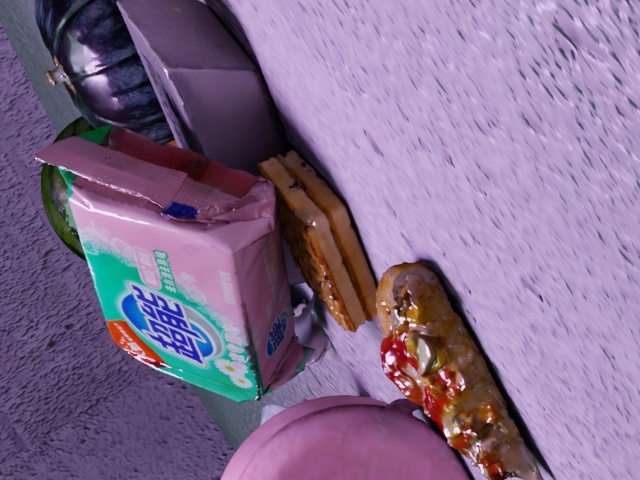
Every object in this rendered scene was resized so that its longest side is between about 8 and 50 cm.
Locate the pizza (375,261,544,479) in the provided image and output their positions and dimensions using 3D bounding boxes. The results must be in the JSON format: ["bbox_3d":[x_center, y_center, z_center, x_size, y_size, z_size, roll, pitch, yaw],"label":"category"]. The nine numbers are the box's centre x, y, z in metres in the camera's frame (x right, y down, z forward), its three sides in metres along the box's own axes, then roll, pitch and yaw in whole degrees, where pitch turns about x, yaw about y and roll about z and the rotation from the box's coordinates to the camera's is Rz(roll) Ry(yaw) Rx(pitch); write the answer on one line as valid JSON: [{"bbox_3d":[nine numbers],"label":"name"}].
[{"bbox_3d":[0.095,0.113,1.469,0.199,0.062,0.188,55,172,18],"label":"pizza"}]

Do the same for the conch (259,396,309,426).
[{"bbox_3d":[0.029,0.336,2.046,0.303,0.215,0.319,-15,-66,-69],"label":"conch"}]

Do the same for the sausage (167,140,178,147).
[{"bbox_3d":[-0.140,-0.022,2.064,0.241,0.136,0.120,61,175,-23],"label":"sausage"}]

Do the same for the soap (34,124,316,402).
[{"bbox_3d":[-0.118,0.019,1.694,0.218,0.098,0.273,22,151,16],"label":"soap"}]

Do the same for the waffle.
[{"bbox_3d":[0.001,0.000,1.664,0.102,0.042,0.148,51,168,44],"label":"waffle"}]

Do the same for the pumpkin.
[{"bbox_3d":[-0.186,-0.177,1.800,0.202,0.140,0.202,57,168,19],"label":"pumpkin"}]

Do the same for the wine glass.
[{"bbox_3d":[-0.032,0.081,2.038,0.072,0.072,0.155,55,171,23],"label":"wine glass"}]

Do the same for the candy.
[{"bbox_3d":[0.026,0.256,1.772,0.255,0.255,0.094,61,170,-11],"label":"candy"}]

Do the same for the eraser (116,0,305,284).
[{"bbox_3d":[-0.080,-0.081,1.729,0.111,0.077,0.352,51,169,38],"label":"eraser"}]

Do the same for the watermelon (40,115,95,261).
[{"bbox_3d":[-0.226,-0.049,2.271,0.188,0.188,0.215,94,157,-75],"label":"watermelon"}]
